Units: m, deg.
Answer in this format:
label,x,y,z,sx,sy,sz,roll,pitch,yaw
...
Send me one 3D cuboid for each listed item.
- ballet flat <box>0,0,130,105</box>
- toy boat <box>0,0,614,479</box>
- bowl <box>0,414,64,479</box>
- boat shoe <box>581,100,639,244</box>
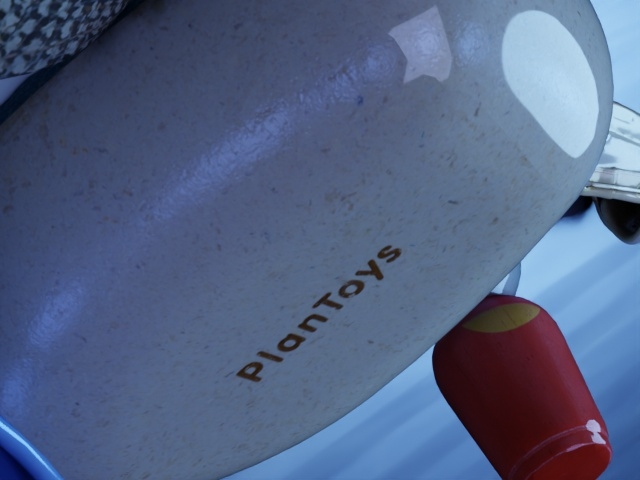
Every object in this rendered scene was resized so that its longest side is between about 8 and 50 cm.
label,x,y,z,sx,sy,sz,roll,pitch,yaw
ballet flat,-0.201,-0.054,0.432,0.483,0.164,0.182,-23,138,-34
toy boat,0.000,0.000,0.630,0.267,0.148,0.318,-38,144,15
bowl,-0.220,0.179,0.399,0.391,0.077,0.391,-26,130,-36
boat shoe,0.159,-0.027,0.860,0.170,0.063,0.059,19,90,-38
